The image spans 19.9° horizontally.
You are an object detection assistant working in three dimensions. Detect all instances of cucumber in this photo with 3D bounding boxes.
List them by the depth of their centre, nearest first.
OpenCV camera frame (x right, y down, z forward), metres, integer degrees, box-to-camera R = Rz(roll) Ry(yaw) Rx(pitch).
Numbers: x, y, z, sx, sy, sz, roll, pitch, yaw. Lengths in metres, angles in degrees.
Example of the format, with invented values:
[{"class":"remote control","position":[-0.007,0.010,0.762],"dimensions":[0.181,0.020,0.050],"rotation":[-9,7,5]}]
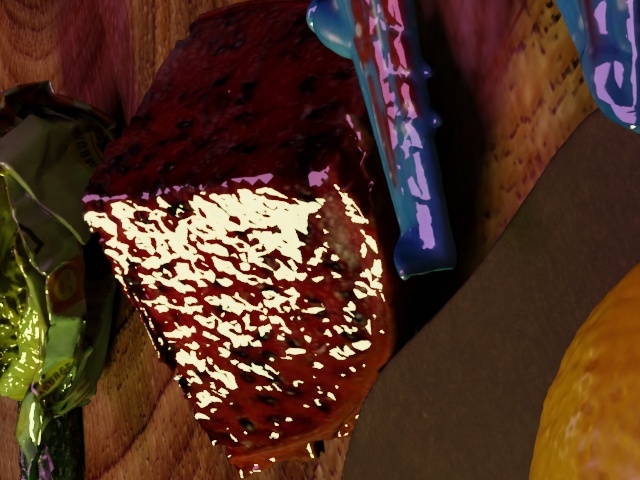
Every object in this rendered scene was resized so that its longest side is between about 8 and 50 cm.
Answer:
[{"class":"cucumber","position":[-0.190,0.078,1.257],"dimensions":[0.044,0.043,0.256],"rotation":[-165,73,-65]}]

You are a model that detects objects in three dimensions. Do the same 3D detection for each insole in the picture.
[{"class":"insole","position":[0.055,0.068,0.557],"dimensions":[0.111,0.007,0.328],"rotation":[57,148,23]}]

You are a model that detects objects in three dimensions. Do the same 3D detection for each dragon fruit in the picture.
[{"class":"dragon fruit","position":[0.001,-0.002,0.653],"dimensions":[0.120,0.127,0.161],"rotation":[-58,-41,-42]}]

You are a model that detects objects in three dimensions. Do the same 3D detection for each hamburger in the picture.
[{"class":"hamburger","position":[-0.187,0.030,1.103],"dimensions":[0.214,0.125,0.235],"rotation":[133,145,-78]}]

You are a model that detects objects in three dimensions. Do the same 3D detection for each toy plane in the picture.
[{"class":"toy plane","position":[0.024,-0.130,0.496],"dimensions":[0.271,0.105,0.254],"rotation":[-129,40,-61]}]

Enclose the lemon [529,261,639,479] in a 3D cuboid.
[{"class":"lemon","position":[0.091,0.050,0.332],"dimensions":[0.109,0.109,0.133],"rotation":[144,133,-68]}]
